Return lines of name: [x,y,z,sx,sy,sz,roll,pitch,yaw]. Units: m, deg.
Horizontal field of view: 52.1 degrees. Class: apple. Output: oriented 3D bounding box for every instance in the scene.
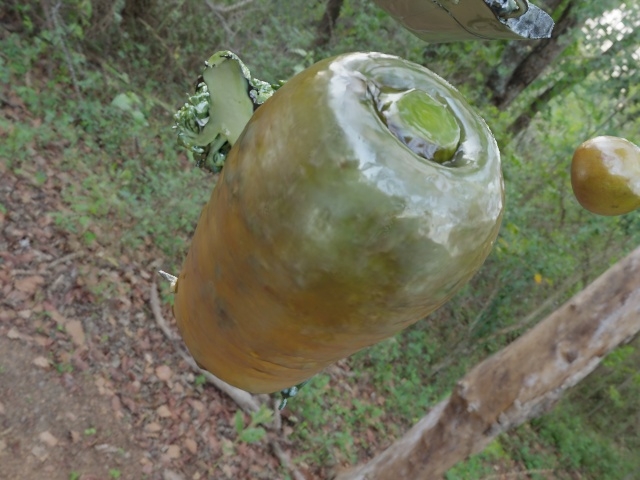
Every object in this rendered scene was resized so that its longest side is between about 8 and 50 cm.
apple: [0.640,-0.140,1.437,0.155,0.183,0.182,4,-12,38]

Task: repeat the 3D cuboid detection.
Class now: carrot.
carrot: [0.000,0.000,0.590,0.224,0.341,0.224,18,49,-22]

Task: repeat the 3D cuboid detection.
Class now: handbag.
handbag: [0.177,-0.341,0.849,0.241,0.109,0.315,28,5,-23]

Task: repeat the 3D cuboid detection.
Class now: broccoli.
broccoli: [-0.122,-0.235,1.128,0.180,0.242,0.273,-80,161,-46]

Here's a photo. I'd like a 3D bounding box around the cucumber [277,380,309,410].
cucumber: [-0.011,0.170,1.098,0.056,0.250,0.056,31,-13,8]
